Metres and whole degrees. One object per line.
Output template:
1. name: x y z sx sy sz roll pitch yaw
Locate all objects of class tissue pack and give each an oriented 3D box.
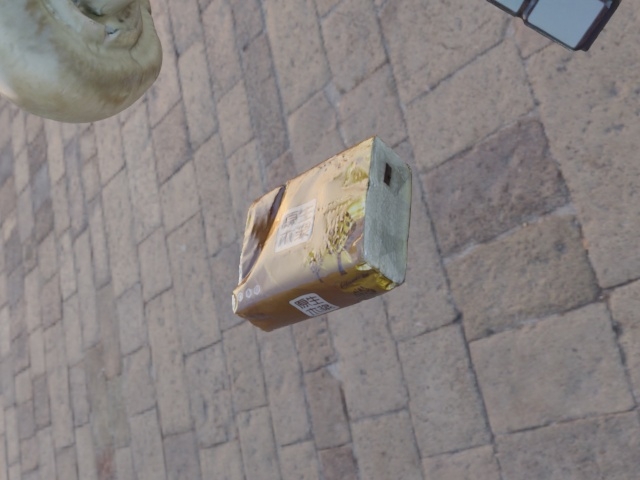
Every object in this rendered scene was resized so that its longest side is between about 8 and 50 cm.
1. tissue pack: 0.000 0.000 0.875 0.226 0.092 0.183 -22 46 38

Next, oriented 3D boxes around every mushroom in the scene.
1. mushroom: -0.279 -0.267 0.812 0.234 0.260 0.253 -26 66 33

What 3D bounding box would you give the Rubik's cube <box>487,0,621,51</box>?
1. Rubik's cube: 0.363 -0.497 1.028 0.294 0.288 0.283 30 143 7
